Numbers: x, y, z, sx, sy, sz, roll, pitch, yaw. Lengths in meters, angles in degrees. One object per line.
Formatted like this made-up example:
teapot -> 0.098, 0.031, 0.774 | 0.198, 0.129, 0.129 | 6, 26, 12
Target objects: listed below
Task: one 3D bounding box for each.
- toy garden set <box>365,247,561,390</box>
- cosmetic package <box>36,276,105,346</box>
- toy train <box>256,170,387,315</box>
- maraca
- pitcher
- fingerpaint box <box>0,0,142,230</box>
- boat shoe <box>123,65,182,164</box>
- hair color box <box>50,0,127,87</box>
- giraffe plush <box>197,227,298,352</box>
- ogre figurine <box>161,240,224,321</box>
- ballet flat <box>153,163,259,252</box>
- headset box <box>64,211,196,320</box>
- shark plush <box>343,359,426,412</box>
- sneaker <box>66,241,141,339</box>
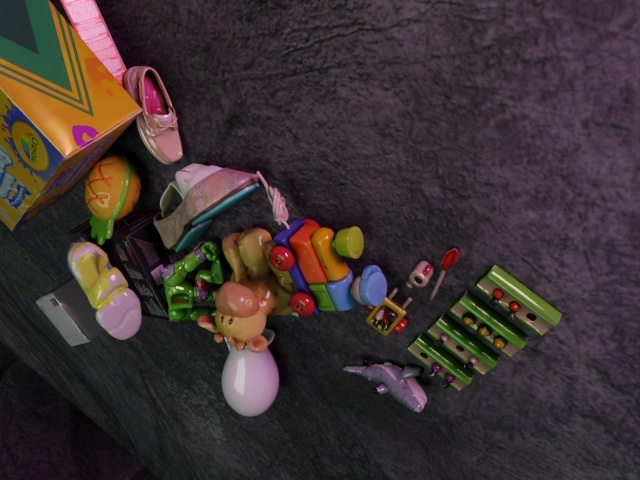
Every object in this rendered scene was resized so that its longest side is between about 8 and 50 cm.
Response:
toy garden set -> 0.184, 0.119, 0.742 | 0.204, 0.049, 0.244 | 38, 138, 8
cosmetic package -> -0.586, 0.152, 1.284 | 0.151, 0.184, 0.151 | -20, 108, 46
toy train -> 0.000, 0.000, 0.757 | 0.144, 0.105, 0.247 | -4, 119, 37
maraca -> -0.421, -0.084, 1.001 | 0.127, 0.099, 0.185 | 26, 99, 48
pitcher -> -0.169, 0.267, 1.105 | 0.178, 0.126, 0.207 | 32, 130, 45
fingerpaint box -> -0.556, -0.248, 0.847 | 0.445, 0.163, 0.371 | -20, 114, 48
boat shoe -> -0.273, -0.208, 0.841 | 0.059, 0.063, 0.170 | 6, 125, 43
hair color box -> -0.382, -0.329, 0.824 | 0.093, 0.053, 0.167 | 19, 133, 51
giraffe plush -> -0.126, 0.103, 0.887 | 0.182, 0.170, 0.210 | -8, 116, 42
ogre figurine -> -0.257, 0.096, 1.015 | 0.096, 0.118, 0.197 | 62, 152, 29
ballet flat -> -0.223, -0.071, 0.883 | 0.316, 0.108, 0.106 | -30, 93, 46
headset box -> -0.431, 0.053, 1.137 | 0.293, 0.110, 0.218 | 1, 122, 38
shark plush -> 0.114, 0.245, 0.884 | 0.161, 0.067, 0.073 | 24, 134, 22
sneaker -> -0.462, 0.097, 1.066 | 0.126, 0.091, 0.240 | 26, 137, 47
